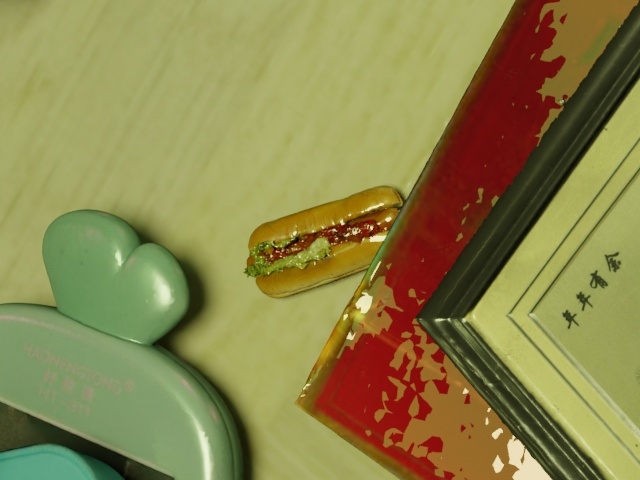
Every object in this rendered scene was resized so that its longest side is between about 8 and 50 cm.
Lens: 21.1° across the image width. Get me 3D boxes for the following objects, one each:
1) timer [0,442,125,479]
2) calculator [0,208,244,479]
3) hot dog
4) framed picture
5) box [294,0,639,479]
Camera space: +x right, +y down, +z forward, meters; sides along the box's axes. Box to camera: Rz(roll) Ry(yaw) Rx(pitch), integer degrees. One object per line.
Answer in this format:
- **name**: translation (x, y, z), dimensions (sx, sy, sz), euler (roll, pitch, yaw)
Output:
- **timer**: translation (-0.164, 0.227, 0.750), dimensions (0.231, 0.091, 0.250), euler (-14, 69, 28)
- **calculator**: translation (-0.124, 0.135, 0.785), dimensions (0.185, 0.041, 0.299), euler (17, 93, 28)
- **hot dog**: translation (0.000, 0.000, 0.749), dimensions (0.083, 0.021, 0.037), euler (-22, 72, 23)
- **framed picture**: translation (0.135, 0.024, 0.543), dimensions (0.199, 0.010, 0.195), euler (50, 124, 27)
- **box**: translation (0.152, -0.021, 0.632), dimensions (0.197, 0.089, 0.313), euler (32, 98, 24)
